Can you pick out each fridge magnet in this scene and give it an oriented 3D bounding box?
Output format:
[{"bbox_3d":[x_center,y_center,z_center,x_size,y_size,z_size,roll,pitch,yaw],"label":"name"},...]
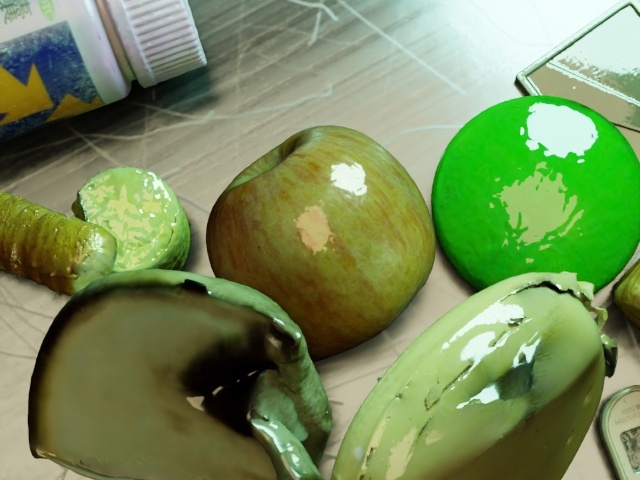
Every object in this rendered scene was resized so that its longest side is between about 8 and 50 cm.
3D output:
[{"bbox_3d":[0.211,-0.037,1.396,0.208,0.088,0.208,-1,84,7],"label":"fridge magnet"}]

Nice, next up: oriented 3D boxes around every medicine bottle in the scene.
[{"bbox_3d":[-0.273,-0.203,1.404,0.291,0.178,0.178,-19,80,-1],"label":"medicine bottle"}]

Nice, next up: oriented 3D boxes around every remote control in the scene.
[{"bbox_3d":[0.331,0.245,1.371,0.078,0.042,0.221,-20,79,0],"label":"remote control"}]

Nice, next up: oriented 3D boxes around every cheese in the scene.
[{"bbox_3d":[0.151,0.161,1.302,0.316,0.259,0.128,-46,54,-12],"label":"cheese"}]

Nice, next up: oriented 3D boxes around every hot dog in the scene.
[{"bbox_3d":[-0.310,-0.008,1.370,0.289,0.068,0.083,15,96,36],"label":"hot dog"}]

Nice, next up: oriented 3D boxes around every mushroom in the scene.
[{"bbox_3d":[-0.093,0.126,1.297,0.292,0.212,0.217,19,106,35],"label":"mushroom"}]

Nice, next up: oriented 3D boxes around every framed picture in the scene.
[{"bbox_3d":[0.315,-0.128,1.448,0.150,0.015,0.203,-36,81,-3],"label":"framed picture"}]

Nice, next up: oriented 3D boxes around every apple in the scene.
[{"bbox_3d":[0.000,0.000,1.347,0.211,0.211,0.188,-40,104,-4],"label":"apple"}]

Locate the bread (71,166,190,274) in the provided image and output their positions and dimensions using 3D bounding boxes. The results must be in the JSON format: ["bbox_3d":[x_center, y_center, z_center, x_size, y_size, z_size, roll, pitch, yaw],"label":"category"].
[{"bbox_3d":[-0.183,-0.010,1.402,0.111,0.114,0.129,-21,84,-8],"label":"bread"}]

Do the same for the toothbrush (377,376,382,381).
[{"bbox_3d":[0.104,0.132,1.416,0.097,0.008,0.006,-7,66,2],"label":"toothbrush"}]

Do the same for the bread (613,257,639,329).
[{"bbox_3d":[0.374,0.046,1.354,0.149,0.143,0.158,41,81,8],"label":"bread"}]
